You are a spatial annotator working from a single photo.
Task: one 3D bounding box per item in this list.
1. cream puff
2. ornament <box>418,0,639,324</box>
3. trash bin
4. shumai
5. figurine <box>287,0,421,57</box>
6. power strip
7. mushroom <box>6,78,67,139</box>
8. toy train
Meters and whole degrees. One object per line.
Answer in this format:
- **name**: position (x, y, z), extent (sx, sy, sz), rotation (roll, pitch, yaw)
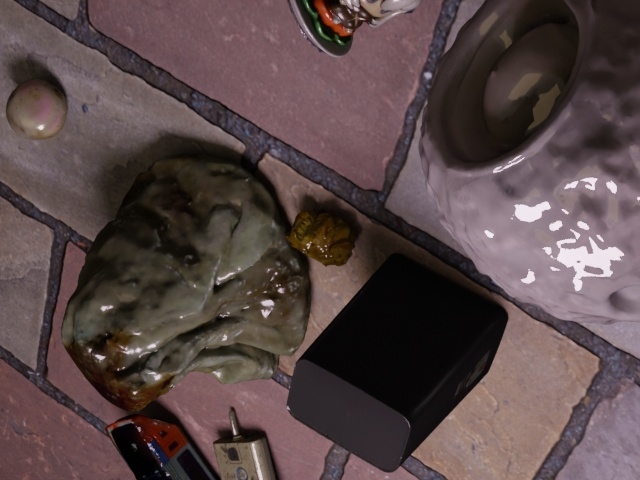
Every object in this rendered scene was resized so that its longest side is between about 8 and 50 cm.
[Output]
- **cream puff**: position (0.000, 0.000, 1.514), extent (0.083, 0.058, 0.083), rotation (41, 135, 5)
- **ornament**: position (0.266, -0.087, 1.094), extent (0.337, 0.337, 0.337), rotation (18, 126, 26)
- **trash bin**: position (0.086, 0.138, 1.425), extent (0.165, 0.225, 0.115), rotation (29, 129, 18)
- **shumai**: position (-0.189, 0.076, 1.560), extent (0.309, 0.263, 0.304), rotation (33, 133, 14)
- **figurine**: position (0.055, -0.272, 1.279), extent (0.153, 0.132, 0.132), rotation (-17, 107, 28)
- **power strip**: position (-0.097, 0.374, 1.802), extent (0.092, 0.034, 0.268), rotation (-9, 97, 41)
- **mushroom**: position (-0.380, -0.174, 1.671), extent (0.083, 0.084, 0.067), rotation (32, 172, 15)
- **toy train**: position (-0.171, 0.421, 1.880), extent (0.086, 0.089, 0.409), rotation (-27, 99, 45)
